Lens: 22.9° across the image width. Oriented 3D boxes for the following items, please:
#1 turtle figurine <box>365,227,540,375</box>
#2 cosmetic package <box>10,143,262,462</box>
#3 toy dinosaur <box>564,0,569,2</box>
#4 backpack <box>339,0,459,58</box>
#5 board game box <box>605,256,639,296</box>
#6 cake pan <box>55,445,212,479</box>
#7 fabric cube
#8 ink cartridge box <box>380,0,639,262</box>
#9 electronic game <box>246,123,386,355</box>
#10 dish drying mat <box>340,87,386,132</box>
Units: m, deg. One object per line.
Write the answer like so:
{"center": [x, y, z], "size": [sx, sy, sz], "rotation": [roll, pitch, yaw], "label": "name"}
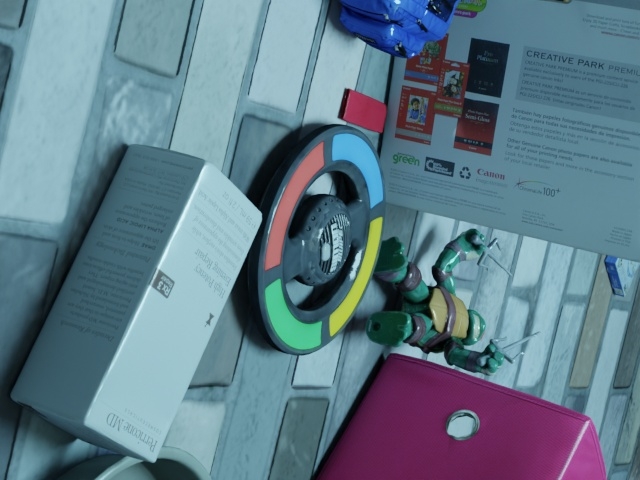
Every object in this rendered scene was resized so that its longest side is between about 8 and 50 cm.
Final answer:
{"center": [0.139, 0.077, 1.724], "size": [0.234, 0.118, 0.175], "rotation": [16, 48, -48], "label": "turtle figurine"}
{"center": [-0.143, 0.051, 1.274], "size": [0.117, 0.085, 0.231], "rotation": [44, 63, -57], "label": "cosmetic package"}
{"center": [0.312, -0.311, 1.934], "size": [0.112, 0.064, 0.211], "rotation": [-38, 127, -22], "label": "toy dinosaur"}
{"center": [0.067, -0.233, 1.493], "size": [0.120, 0.098, 0.101], "rotation": [29, 81, -61], "label": "backpack"}
{"center": [0.453, 0.022, 2.348], "size": [0.090, 0.020, 0.090], "rotation": [-59, 147, -25], "label": "board game box"}
{"center": [-0.187, 0.310, 1.344], "size": [0.293, 0.054, 0.293], "rotation": [-33, 130, -50], "label": "cake pan"}
{"center": [0.147, 0.320, 1.725], "size": [0.258, 0.254, 0.259], "rotation": [-57, 146, -26], "label": "fabric cube"}
{"center": [0.232, -0.145, 1.599], "size": [0.130, 0.309, 0.271], "rotation": [-13, 115, -58], "label": "ink cartridge box"}
{"center": [0.000, 0.000, 1.532], "size": [0.229, 0.048, 0.229], "rotation": [-34, 131, -50], "label": "electronic game"}
{"center": [0.044, -0.130, 1.589], "size": [0.083, 0.008, 0.032], "rotation": [13, 91, -60], "label": "dish drying mat"}
